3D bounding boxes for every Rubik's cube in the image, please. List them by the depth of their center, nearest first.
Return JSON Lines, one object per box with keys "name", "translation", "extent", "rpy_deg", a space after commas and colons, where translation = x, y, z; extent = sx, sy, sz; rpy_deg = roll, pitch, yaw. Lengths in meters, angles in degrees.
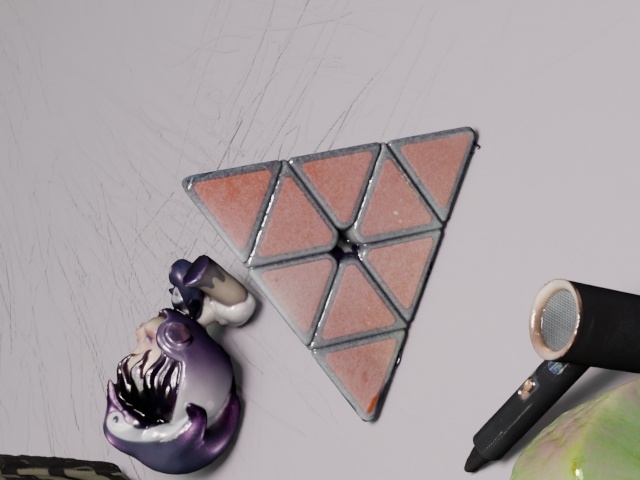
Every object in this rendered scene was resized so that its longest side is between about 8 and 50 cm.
{"name": "Rubik's cube", "translation": [0.002, -0.001, 1.548], "extent": [0.233, 0.229, 0.228], "rpy_deg": [20, 131, 11]}

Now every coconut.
{"name": "coconut", "translation": [0.255, 0.215, 1.195], "extent": [0.236, 0.236, 0.204], "rpy_deg": [-37, 93, 26]}

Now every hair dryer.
{"name": "hair dryer", "translation": [0.207, 0.131, 1.361], "extent": [0.255, 0.128, 0.070], "rpy_deg": [-56, 36, 42]}

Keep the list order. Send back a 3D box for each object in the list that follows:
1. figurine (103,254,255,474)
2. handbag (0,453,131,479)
{"name": "figurine", "translation": [-0.142, 0.139, 1.649], "extent": [0.145, 0.145, 0.222], "rpy_deg": [8, 69, 44]}
{"name": "handbag", "translation": [-0.277, 0.345, 1.540], "extent": [0.325, 0.327, 0.162], "rpy_deg": [41, 107, 45]}
